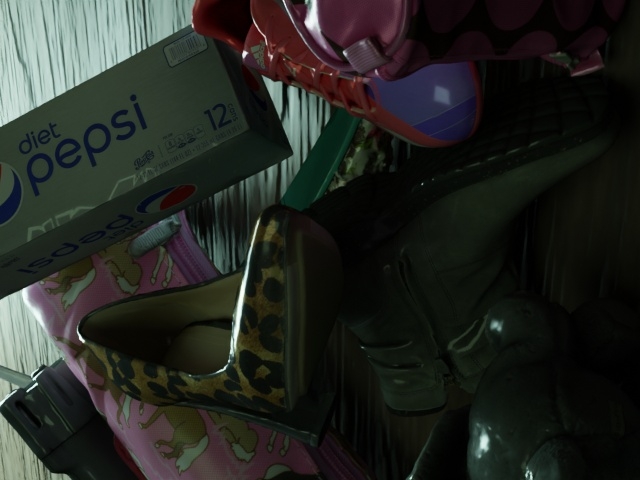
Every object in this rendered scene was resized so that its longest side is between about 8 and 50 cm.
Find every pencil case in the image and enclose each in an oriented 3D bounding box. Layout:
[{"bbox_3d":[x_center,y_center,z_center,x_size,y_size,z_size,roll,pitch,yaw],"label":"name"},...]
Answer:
[{"bbox_3d":[-0.077,0.141,0.990,0.386,0.160,0.167,53,172,15],"label":"pencil case"},{"bbox_3d":[0.074,-0.126,0.622,0.095,0.209,0.098,-4,96,45],"label":"pencil case"}]

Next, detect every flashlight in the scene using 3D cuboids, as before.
[{"bbox_3d":[-0.143,0.224,1.099,0.304,0.103,0.103,52,177,-6],"label":"flashlight"}]

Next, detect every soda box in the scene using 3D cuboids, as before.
[{"bbox_3d":[-0.172,-0.048,0.910,0.286,0.098,0.091,-26,77,13],"label":"soda box"}]

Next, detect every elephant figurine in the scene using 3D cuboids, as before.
[{"bbox_3d":[0.123,0.162,0.736,0.239,0.186,0.169,-62,33,33],"label":"elephant figurine"}]

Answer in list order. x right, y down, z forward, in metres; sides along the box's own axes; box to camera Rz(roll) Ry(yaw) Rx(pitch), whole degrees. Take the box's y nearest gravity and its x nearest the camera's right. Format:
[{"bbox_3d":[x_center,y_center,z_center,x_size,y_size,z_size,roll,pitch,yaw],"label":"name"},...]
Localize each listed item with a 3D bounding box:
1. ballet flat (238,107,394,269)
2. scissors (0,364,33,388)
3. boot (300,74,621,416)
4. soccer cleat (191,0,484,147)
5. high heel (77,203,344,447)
[{"bbox_3d":[0.000,0.000,0.877,0.241,0.077,0.091,-57,21,26],"label":"ballet flat"},{"bbox_3d":[-0.200,0.168,1.169,0.297,0.021,0.109,5,134,27],"label":"scissors"},{"bbox_3d":[0.105,0.011,0.771,0.246,0.083,0.161,-28,112,33],"label":"boot"},{"bbox_3d":[0.007,-0.111,0.760,0.248,0.095,0.083,42,141,51],"label":"soccer cleat"},{"bbox_3d":[-0.083,0.039,0.762,0.186,0.093,0.261,18,149,12],"label":"high heel"}]
